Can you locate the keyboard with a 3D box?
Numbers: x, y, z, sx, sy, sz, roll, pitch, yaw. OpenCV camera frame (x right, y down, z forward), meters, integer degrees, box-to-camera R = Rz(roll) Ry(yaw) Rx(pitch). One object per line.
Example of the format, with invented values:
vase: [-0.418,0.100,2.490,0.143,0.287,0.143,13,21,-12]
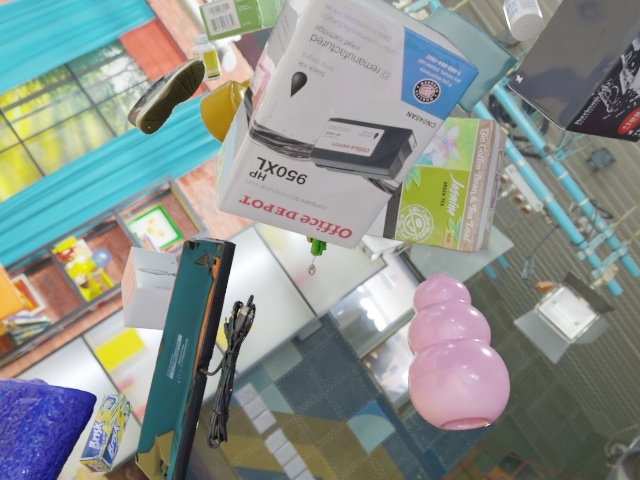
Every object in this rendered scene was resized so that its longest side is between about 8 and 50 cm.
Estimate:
keyboard: [-0.151,0.155,0.612,0.033,0.317,0.201,14,-4,-40]

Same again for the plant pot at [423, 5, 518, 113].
plant pot: [0.349,-0.471,1.266,0.234,0.165,0.166,43,20,-1]

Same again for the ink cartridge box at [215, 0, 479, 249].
ink cartridge box: [0.021,-0.201,0.845,0.395,0.285,0.166,-57,-152,32]

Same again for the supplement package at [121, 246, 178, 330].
supplement package: [-0.382,0.107,1.115,0.105,0.105,0.179,-65,-147,19]

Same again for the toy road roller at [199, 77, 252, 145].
toy road roller: [-0.191,-0.274,1.313,0.202,0.240,0.330,-16,-111,39]

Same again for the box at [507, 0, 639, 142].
box: [0.619,-0.394,0.991,0.179,0.312,0.343,59,-43,36]

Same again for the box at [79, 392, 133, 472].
box: [-0.500,0.449,1.160,0.169,0.054,0.059,-91,171,-51]

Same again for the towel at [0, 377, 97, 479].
towel: [-0.365,0.271,0.447,0.227,0.308,0.076,-11,-47,24]

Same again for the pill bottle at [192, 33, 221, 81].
pill bottle: [-0.317,-0.504,1.362,0.065,0.065,0.116,35,-40,48]

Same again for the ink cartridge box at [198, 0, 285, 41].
ink cartridge box: [-0.126,-0.423,0.920,0.108,0.209,0.062,-5,-65,19]

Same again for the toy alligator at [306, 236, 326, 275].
toy alligator: [0.000,0.000,1.220,0.056,0.190,0.051,-7,-20,38]

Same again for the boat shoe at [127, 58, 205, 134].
boat shoe: [-0.354,-0.341,1.126,0.073,0.224,0.080,29,-18,18]

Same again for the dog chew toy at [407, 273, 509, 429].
dog chew toy: [0.279,0.225,1.067,0.207,0.206,0.332,85,1,-57]

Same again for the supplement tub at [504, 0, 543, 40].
supplement tub: [0.458,-0.513,1.118,0.071,0.070,0.107,81,12,-53]

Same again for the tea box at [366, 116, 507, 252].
tea box: [0.304,-0.155,1.342,0.323,0.220,0.329,10,-84,28]
